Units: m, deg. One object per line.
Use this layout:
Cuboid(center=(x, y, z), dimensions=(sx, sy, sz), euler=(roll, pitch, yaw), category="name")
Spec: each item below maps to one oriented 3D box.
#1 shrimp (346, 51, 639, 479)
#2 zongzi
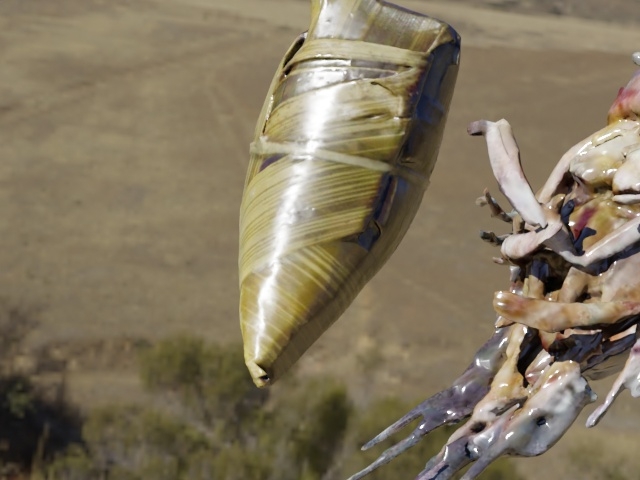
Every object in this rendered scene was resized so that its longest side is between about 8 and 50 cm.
Cuboid(center=(0.133, 0.002, 0.655), dimensions=(0.116, 0.343, 0.145), euler=(39, -13, 32), category="shrimp")
Cuboid(center=(0.000, 0.000, 1.068), dimensions=(0.134, 0.288, 0.286), euler=(15, -19, 4), category="zongzi")
